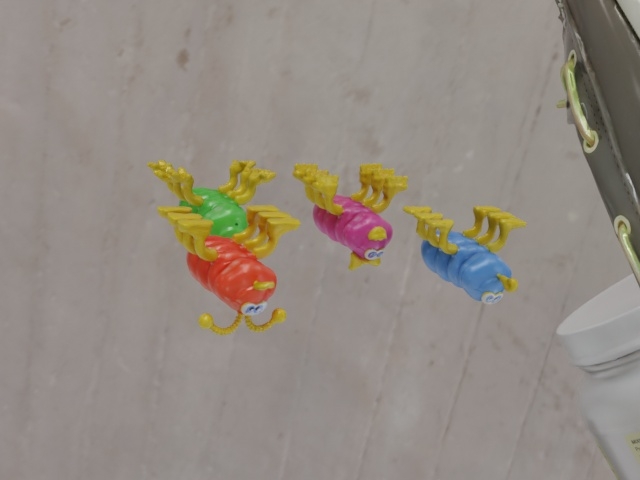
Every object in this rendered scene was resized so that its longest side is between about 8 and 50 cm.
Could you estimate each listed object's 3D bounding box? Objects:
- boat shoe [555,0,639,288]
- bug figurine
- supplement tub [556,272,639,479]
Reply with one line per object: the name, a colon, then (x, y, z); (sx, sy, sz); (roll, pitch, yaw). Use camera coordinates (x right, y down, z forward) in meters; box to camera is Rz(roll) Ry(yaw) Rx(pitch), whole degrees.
boat shoe: (0.167, -0.072, 0.626); (0.109, 0.305, 0.091); (15, 133, -35)
bug figurine: (0.000, 0.000, 0.903); (0.279, 0.216, 0.072); (-1, 110, -28)
supplement tub: (0.374, 0.173, 1.084); (0.235, 0.235, 0.325); (-30, 90, 30)
